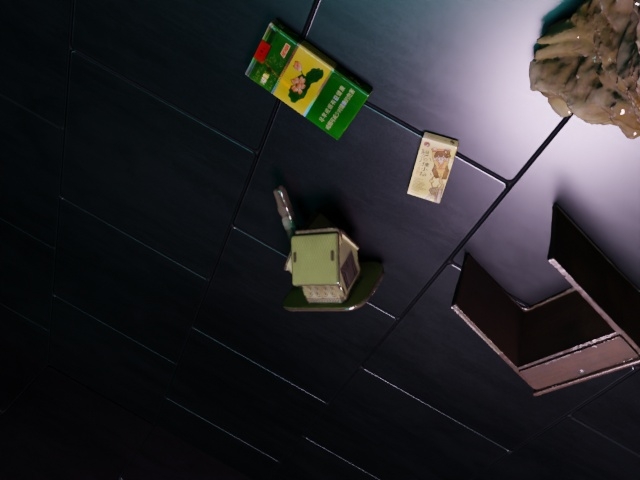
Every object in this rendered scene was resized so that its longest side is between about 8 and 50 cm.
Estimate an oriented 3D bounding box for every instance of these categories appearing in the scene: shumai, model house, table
[{"bbox_3d":[0.477,-0.290,0.872,0.217,0.283,0.345,-17,92,-9],"label":"shumai"},{"bbox_3d":[0.000,0.000,1.325,0.219,0.205,0.278,-3,118,26],"label":"model house"},{"bbox_3d":[0.462,0.126,1.196,0.282,0.196,0.251,44,133,-12],"label":"table"}]

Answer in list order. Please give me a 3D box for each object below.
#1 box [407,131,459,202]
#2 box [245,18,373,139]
[{"bbox_3d":[0.229,-0.147,1.199,0.073,0.020,0.149,18,132,11],"label":"box"},{"bbox_3d":[-0.025,-0.317,1.169,0.235,0.034,0.132,34,134,-4],"label":"box"}]
